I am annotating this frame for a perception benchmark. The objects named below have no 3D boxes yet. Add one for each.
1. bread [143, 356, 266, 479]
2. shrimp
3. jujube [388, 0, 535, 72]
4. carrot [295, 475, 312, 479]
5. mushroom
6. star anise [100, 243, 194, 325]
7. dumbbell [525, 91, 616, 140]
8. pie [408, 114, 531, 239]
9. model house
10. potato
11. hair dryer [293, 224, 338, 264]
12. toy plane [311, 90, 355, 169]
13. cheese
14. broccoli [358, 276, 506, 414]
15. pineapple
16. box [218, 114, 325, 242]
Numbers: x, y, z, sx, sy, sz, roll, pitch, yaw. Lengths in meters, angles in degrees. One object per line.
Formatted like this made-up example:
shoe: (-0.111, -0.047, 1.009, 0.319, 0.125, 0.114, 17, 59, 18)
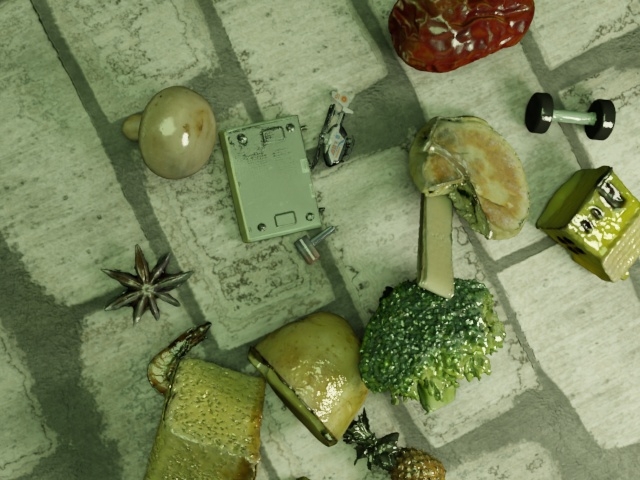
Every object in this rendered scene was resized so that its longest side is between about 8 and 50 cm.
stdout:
bread: (-0.255, 0.454, 1.851, 0.248, 0.315, 0.279, 19, 45, -11)
shrimp: (-0.290, 0.285, 1.878, 0.195, 0.035, 0.148, -41, 91, -3)
jujube: (0.334, -0.504, 1.916, 0.342, 0.216, 0.216, -16, 90, -19)
carrot: (-0.134, 0.680, 1.865, 0.074, 0.074, 0.358, 43, 85, -3)
mushroom: (-0.342, -0.242, 1.830, 0.215, 0.207, 0.207, 14, 85, 28)
star anise: (-0.395, 0.099, 1.860, 0.204, 0.061, 0.180, -42, 92, -7)
dumbbell: (0.595, -0.296, 1.977, 0.191, 0.100, 0.100, 4, 87, -7)
pie: (0.353, -0.150, 1.906, 0.337, 0.075, 0.337, 14, 56, -22)
model house: (0.664, -0.031, 1.955, 0.234, 0.175, 0.193, 41, 83, -14)
potato: (0.002, 0.283, 1.831, 0.242, 0.242, 0.285, -42, 79, -7)
hair dryer: (0.000, 0.000, 1.929, 0.114, 0.037, 0.063, -36, 94, -14)
toy plane: (0.038, -0.247, 1.924, 0.078, 0.053, 0.197, 18, 82, -20)
cheese: (0.255, -0.036, 1.838, 0.085, 0.034, 0.400, 19, 44, -11)
broccoli: (0.249, 0.212, 1.805, 0.277, 0.317, 0.338, -7, 57, 20)
pineapple: (0.160, 0.495, 1.891, 0.251, 0.125, 0.125, 35, 84, 2)
box: (-0.109, -0.143, 1.913, 0.210, 0.045, 0.270, -11, 89, -6)
